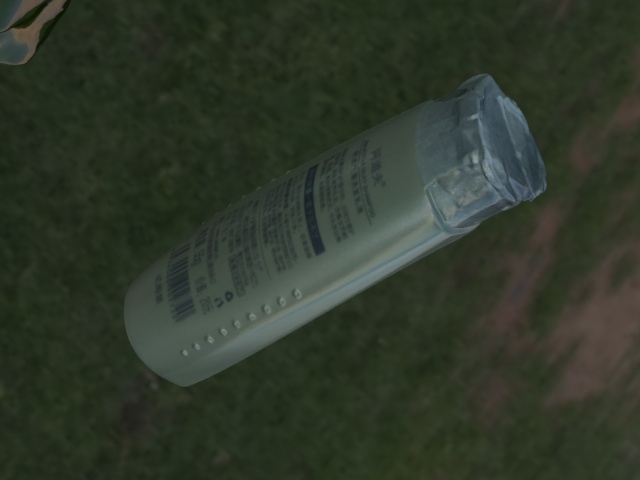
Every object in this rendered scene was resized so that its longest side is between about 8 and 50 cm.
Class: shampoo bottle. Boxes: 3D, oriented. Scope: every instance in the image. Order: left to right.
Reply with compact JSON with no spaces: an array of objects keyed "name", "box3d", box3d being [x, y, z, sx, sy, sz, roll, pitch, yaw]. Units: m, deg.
[{"name":"shampoo bottle","box3d":[0.000,0.000,0.791,0.212,0.072,0.049,-26,139,35]}]

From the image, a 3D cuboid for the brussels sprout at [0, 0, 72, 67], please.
[{"name":"brussels sprout","box3d":[-0.137,-0.118,0.554,0.139,0.100,0.181,0,121,-20]}]
